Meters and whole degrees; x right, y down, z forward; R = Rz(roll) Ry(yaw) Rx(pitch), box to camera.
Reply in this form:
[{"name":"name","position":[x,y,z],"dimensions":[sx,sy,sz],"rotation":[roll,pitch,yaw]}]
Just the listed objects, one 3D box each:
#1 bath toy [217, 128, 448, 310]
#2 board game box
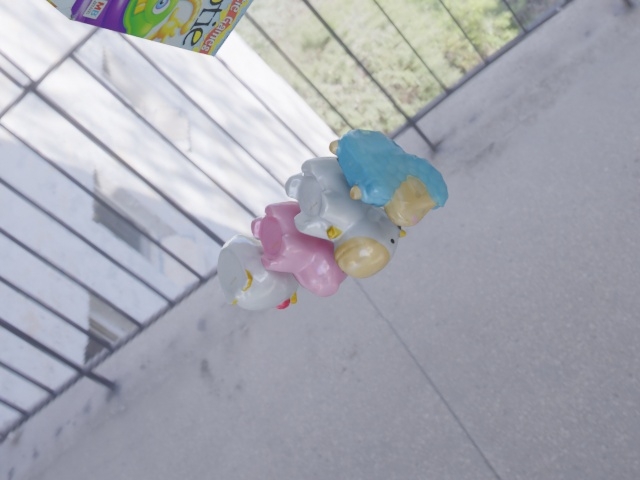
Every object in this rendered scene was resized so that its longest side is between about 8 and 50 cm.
[{"name":"bath toy","position":[0.000,0.000,1.037],"dimensions":[0.348,0.129,0.151],"rotation":[-36,66,48]},{"name":"board game box","position":[-0.160,-0.274,0.745],"dimensions":[0.144,0.142,0.275],"rotation":[-52,-8,15]}]
